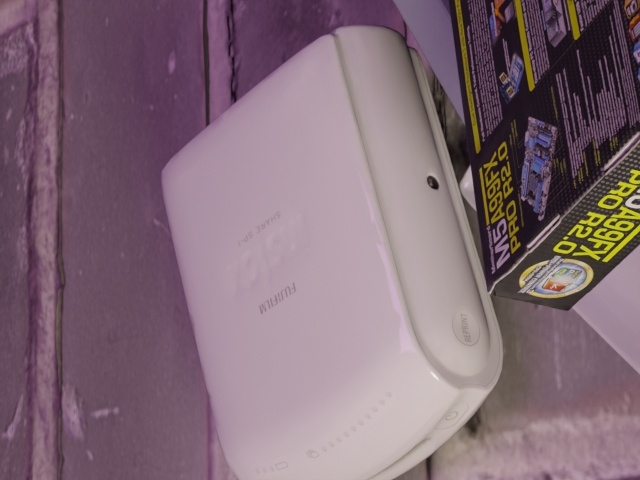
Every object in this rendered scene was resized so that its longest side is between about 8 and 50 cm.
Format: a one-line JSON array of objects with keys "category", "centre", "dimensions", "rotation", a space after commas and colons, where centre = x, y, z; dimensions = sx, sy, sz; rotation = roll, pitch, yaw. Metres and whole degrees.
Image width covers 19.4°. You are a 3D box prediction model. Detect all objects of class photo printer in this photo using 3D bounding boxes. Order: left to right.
[{"category": "photo printer", "centre": [0.005, 0.032, 1.391], "dimensions": [0.256, 0.107, 0.307], "rotation": [-34, 62, 44]}]

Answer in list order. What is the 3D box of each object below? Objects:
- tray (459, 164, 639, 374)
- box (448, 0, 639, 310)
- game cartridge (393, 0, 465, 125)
[{"category": "tray", "centre": [0.207, -0.018, 1.254], "dimensions": [0.270, 0.030, 0.145], "rotation": [48, 118, 41]}, {"category": "box", "centre": [0.156, -0.129, 1.072], "dimensions": [0.216, 0.060, 0.270], "rotation": [128, 145, -48]}, {"category": "game cartridge", "centre": [0.133, -0.201, 1.259], "dimensions": [0.198, 0.062, 0.297], "rotation": [-38, 72, 33]}]
